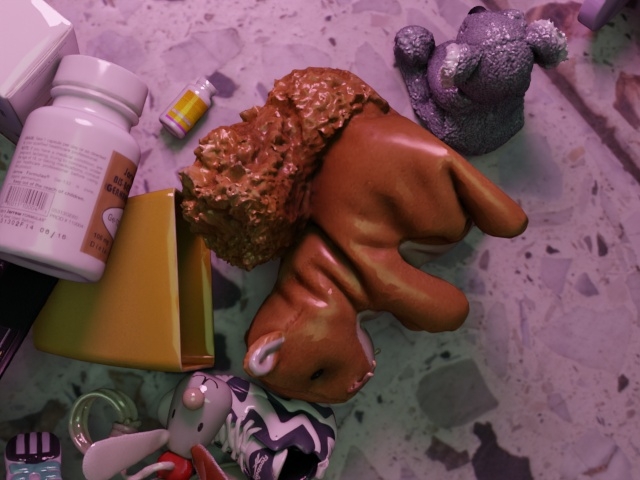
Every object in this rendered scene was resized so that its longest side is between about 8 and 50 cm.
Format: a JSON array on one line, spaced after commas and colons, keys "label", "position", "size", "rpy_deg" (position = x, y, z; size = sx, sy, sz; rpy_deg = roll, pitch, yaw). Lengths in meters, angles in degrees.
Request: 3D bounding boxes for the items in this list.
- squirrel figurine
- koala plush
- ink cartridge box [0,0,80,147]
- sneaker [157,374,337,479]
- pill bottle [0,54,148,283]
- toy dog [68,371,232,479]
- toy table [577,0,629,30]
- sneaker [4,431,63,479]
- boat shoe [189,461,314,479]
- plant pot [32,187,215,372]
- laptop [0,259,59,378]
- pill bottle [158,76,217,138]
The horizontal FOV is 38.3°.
[{"label": "squirrel figurine", "position": [0.000, 0.000, 1.163], "size": [0.397, 0.281, 0.370], "rpy_deg": [39, 94, -11]}, {"label": "koala plush", "position": [0.221, -0.229, 1.228], "size": [0.196, 0.221, 0.204], "rpy_deg": [-11, 85, -9]}, {"label": "ink cartridge box", "position": [-0.401, -0.230, 1.118], "size": [0.207, 0.283, 0.117], "rpy_deg": [38, 77, -2]}, {"label": "sneaker", "position": [-0.093, 0.253, 1.155], "size": [0.234, 0.153, 0.094], "rpy_deg": [16, 109, -8]}, {"label": "pill bottle", "position": [-0.271, -0.078, 1.014], "size": [0.131, 0.131, 0.229], "rpy_deg": [16, 78, -5]}, {"label": "toy dog", "position": [-0.204, 0.308, 1.036], "size": [0.220, 0.161, 0.334], "rpy_deg": [-1, 72, 2]}, {"label": "toy table", "position": [0.508, -0.369, 1.289], "size": [0.161, 0.252, 0.274], "rpy_deg": [38, 88, 15]}, {"label": "sneaker", "position": [-0.313, 0.310, 1.015], "size": [0.083, 0.224, 0.098], "rpy_deg": [1, 114, -13]}, {"label": "boat shoe", "position": [-0.167, 0.373, 1.184], "size": [0.335, 0.096, 0.112], "rpy_deg": [-15, 50, -12]}, {"label": "plant pot", "position": [-0.246, 0.060, 1.151], "size": [0.187, 0.212, 0.212], "rpy_deg": [-4, 84, 3]}, {"label": "laptop", "position": [-0.445, 0.042, 0.961], "size": [0.264, 0.137, 0.234], "rpy_deg": [13, 46, 5]}, {"label": "pill bottle", "position": [-0.180, -0.183, 1.261], "size": [0.043, 0.043, 0.083], "rpy_deg": [40, 81, -1]}]
